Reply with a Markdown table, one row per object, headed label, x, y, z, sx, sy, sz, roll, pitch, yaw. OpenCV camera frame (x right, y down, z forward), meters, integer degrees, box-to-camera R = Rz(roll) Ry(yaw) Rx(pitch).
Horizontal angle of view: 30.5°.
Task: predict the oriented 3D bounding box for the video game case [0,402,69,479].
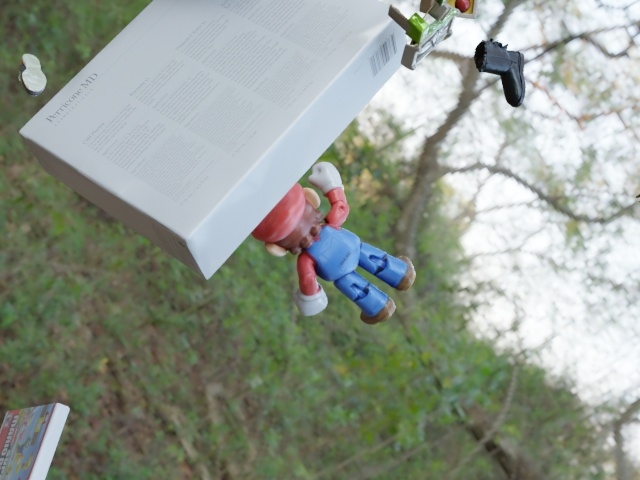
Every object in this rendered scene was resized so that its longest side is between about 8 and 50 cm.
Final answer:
| label | x | y | z | sx | sy | sz | roll | pitch | yaw |
| --- | --- | --- | --- | --- | --- | --- | --- | --- | --- |
| video game case | -0.487 | 0.364 | 1.870 | 0.025 | 0.204 | 0.285 | 26 | -22 | -24 |

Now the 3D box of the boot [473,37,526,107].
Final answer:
| label | x | y | z | sx | sy | sz | roll | pitch | yaw |
| --- | --- | --- | --- | --- | --- | --- | --- | --- | --- |
| boot | 0.336 | -0.316 | 2.204 | 0.045 | 0.099 | 0.121 | -17 | -114 | 55 |

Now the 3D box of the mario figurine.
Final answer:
| label | x | y | z | sx | sy | sz | roll | pitch | yaw |
| --- | --- | --- | --- | --- | --- | --- | --- | --- | --- |
| mario figurine | 0.000 | 0.000 | 1.996 | 0.321 | 0.170 | 0.198 | 38 | 48 | -15 |

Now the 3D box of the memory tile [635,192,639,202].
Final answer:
| label | x | y | z | sx | sy | sz | roll | pitch | yaw |
| --- | --- | --- | --- | --- | --- | --- | --- | --- | --- |
| memory tile | 0.490 | -0.099 | 1.595 | 0.012 | 0.113 | 0.148 | 54 | -8 | 8 |

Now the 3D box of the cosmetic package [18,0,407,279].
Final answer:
| label | x | y | z | sx | sy | sz | roll | pitch | yaw |
| --- | --- | --- | --- | --- | --- | --- | --- | --- | --- |
| cosmetic package | -0.122 | -0.174 | 1.388 | 0.284 | 0.377 | 0.097 | 33 | -20 | 27 |

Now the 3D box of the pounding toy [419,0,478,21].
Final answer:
| label | x | y | z | sx | sy | sz | roll | pitch | yaw |
| --- | --- | --- | --- | --- | --- | --- | --- | --- | --- |
| pounding toy | 0.274 | -0.536 | 2.563 | 0.100 | 0.141 | 0.130 | -132 | -135 | -67 |

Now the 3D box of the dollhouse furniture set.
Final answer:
| label | x | y | z | sx | sy | sz | roll | pitch | yaw |
| --- | --- | --- | --- | --- | --- | --- | --- | --- | --- |
| dollhouse furniture set | 0.111 | -0.256 | 1.298 | 0.058 | 0.076 | 0.151 | 44 | -13 | 10 |

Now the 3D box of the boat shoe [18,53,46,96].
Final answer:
| label | x | y | z | sx | sy | sz | roll | pitch | yaw |
| --- | --- | --- | --- | --- | --- | --- | --- | --- | --- |
| boat shoe | -0.575 | -0.320 | 2.324 | 0.049 | 0.043 | 0.137 | 12 | 32 | -29 |
